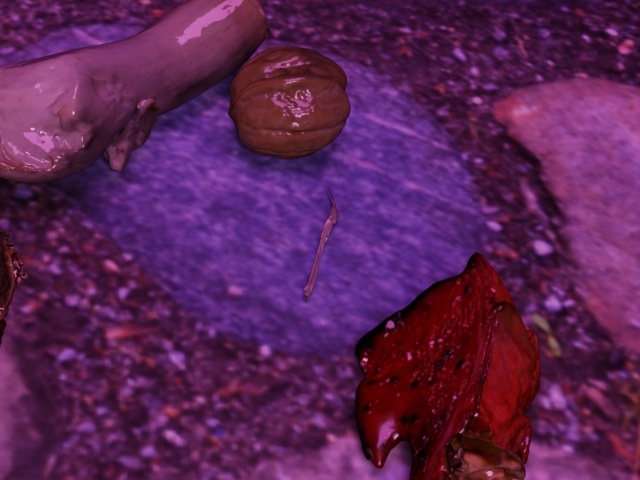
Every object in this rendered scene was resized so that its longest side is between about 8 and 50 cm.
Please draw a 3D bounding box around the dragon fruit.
[{"bbox_3d":[0.074,0.095,1.025,0.122,0.092,0.192,14,42,4],"label":"dragon fruit"}]

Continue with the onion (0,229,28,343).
[{"bbox_3d":[-0.301,0.036,0.902,0.285,0.273,0.273,-16,46,-2],"label":"onion"}]

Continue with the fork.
[{"bbox_3d":[0.001,0.000,1.174,0.012,0.016,0.115,-5,40,16],"label":"fork"}]

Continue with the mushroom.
[{"bbox_3d":[-0.141,-0.117,1.215,0.099,0.096,0.278,35,43,23],"label":"mushroom"}]

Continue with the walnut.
[{"bbox_3d":[-0.023,-0.101,1.233,0.092,0.092,0.092,6,42,-5],"label":"walnut"}]
